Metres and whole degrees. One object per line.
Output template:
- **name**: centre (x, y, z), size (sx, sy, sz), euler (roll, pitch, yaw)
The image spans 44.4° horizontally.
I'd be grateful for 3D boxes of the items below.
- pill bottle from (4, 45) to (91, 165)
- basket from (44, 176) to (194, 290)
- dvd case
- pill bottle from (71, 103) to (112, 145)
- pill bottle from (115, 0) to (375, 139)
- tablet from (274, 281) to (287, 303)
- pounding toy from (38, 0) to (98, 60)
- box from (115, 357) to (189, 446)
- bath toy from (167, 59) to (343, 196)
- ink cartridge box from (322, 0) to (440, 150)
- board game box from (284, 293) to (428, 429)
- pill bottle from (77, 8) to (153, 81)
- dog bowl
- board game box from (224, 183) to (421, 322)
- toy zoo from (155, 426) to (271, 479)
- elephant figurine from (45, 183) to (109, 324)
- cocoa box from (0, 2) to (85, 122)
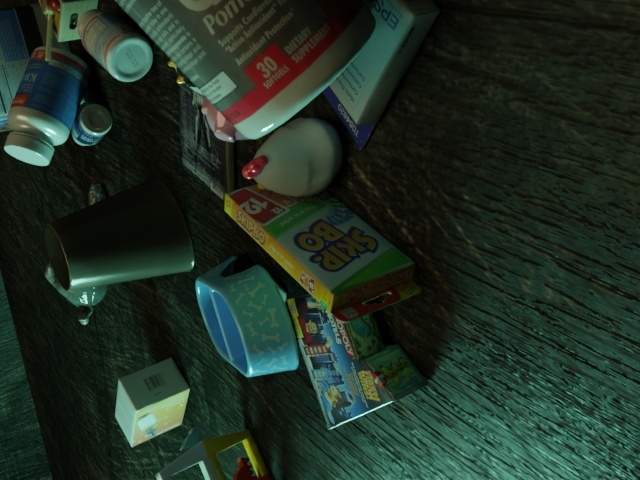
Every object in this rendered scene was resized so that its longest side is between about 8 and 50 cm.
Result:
- **pill bottle**: centre (-0.560, -0.271, 1.595), size (0.124, 0.124, 0.222), euler (-18, 54, 59)
- **basket**: centre (-0.381, 0.001, 1.462), size (0.204, 0.226, 0.154), euler (58, 147, 19)
- **dvd case**: centre (-0.183, -0.185, 1.251), size (0.164, 0.018, 0.221), euler (39, 138, 43)
- **pill bottle**: centre (-0.484, -0.238, 1.647), size (0.120, 0.067, 0.067), euler (-19, 91, 59)
- **pill bottle**: centre (-0.111, -0.265, 0.732), size (0.318, 0.176, 0.176), euler (46, 154, -17)
- **tablet**: centre (-0.070, 0.103, 1.243), size (0.054, 0.006, 0.083), euler (38, 135, 43)
- **pounding toy**: centre (-0.506, -0.450, 1.531), size (0.130, 0.100, 0.141), euler (61, 148, 17)
- **box**: centre (-0.377, 0.361, 1.748), size (0.091, 0.130, 0.171), euler (52, 145, 27)
- **bath toy**: centre (-0.106, -0.195, 1.019), size (0.348, 0.129, 0.151), euler (58, 147, 19)
- **ink cartridge box**: centre (0.014, -0.246, 0.878), size (0.223, 0.045, 0.224), euler (57, 147, 21)
- **board game box**: centre (0.049, 0.152, 1.031), size (0.194, 0.060, 0.194), euler (-17, 92, 59)
- **pill bottle**: centre (-0.367, -0.349, 1.382), size (0.160, 0.087, 0.087), euler (43, 139, 39)
- **dog bowl**: centre (-0.123, 0.119, 1.214), size (0.297, 0.074, 0.166), euler (12, 119, 67)
- **board game box**: centre (0.000, 0.000, 0.960), size (0.259, 0.124, 0.039), euler (44, 139, 37)
- **toy zoo**: centre (-0.173, 0.479, 1.433), size (0.293, 0.192, 0.030), euler (65, 148, 11)
- **elephant figurine**: centre (-0.527, 0.029, 1.798), size (0.186, 0.169, 0.239), euler (39, 128, -2)
- **cocoa box**: centre (-0.720, -0.377, 1.784), size (0.347, 0.227, 0.232), euler (0, 107, 57)
